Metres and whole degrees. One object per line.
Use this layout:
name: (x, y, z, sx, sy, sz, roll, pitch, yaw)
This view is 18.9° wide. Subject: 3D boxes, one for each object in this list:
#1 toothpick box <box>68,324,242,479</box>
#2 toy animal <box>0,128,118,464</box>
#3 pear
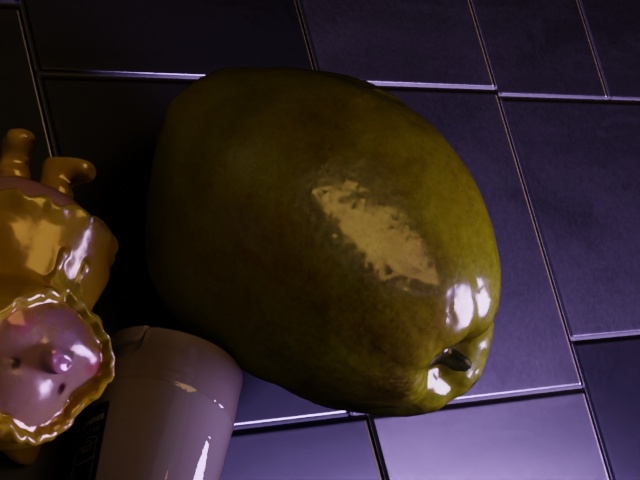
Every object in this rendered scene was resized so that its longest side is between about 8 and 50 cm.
toothpick box: (-0.126, 0.165, 1.415, 0.111, 0.111, 0.180, 30, 54, -27)
toy animal: (-0.221, 0.038, 1.383, 0.156, 0.156, 0.229, 25, 65, -30)
pear: (0.000, 0.000, 1.503, 0.321, 0.269, 0.269, 43, 41, 19)
